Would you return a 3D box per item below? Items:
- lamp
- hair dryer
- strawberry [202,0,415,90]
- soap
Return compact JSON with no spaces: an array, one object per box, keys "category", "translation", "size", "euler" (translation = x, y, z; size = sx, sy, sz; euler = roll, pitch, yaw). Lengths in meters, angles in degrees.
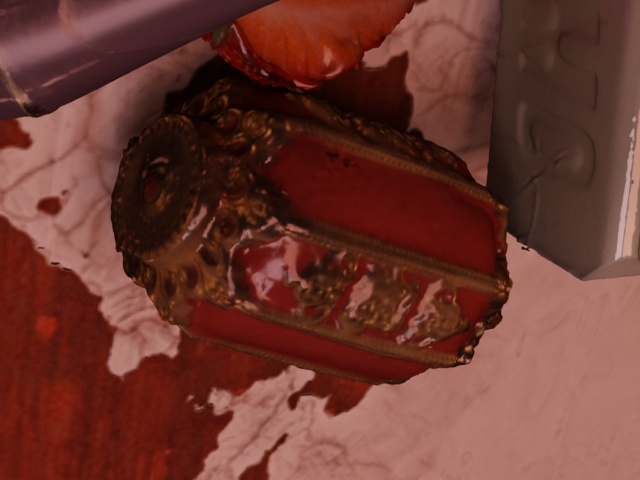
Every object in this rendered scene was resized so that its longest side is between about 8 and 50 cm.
[{"category":"lamp","translation":[0.000,0.000,1.129],"size":[0.274,0.177,0.177],"euler":[20,111,-38]},{"category":"hair dryer","translation":[-0.156,-0.239,0.889],"size":[0.301,0.121,0.361],"euler":[-15,120,13]},{"category":"strawberry","translation":[-0.019,-0.168,1.061],"size":[0.187,0.082,0.147],"euler":[6,100,-41]},{"category":"soap","translation":[0.190,-0.130,1.121],"size":[0.095,0.173,0.290],"euler":[-6,112,-24]}]
